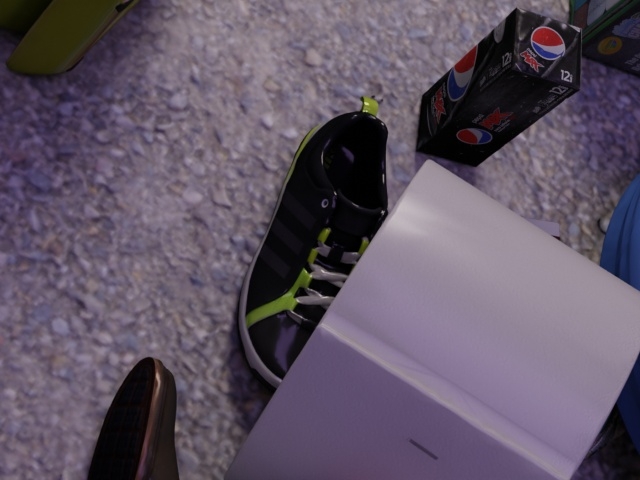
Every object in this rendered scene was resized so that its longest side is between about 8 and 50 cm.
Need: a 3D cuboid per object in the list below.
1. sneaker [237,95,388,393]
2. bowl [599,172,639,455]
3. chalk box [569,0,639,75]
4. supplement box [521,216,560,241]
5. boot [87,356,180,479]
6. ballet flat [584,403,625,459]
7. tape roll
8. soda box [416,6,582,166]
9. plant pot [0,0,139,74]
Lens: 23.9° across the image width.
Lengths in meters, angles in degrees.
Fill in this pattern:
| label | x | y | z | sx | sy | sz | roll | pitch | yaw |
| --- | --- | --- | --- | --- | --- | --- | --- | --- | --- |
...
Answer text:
| label | x | y | z | sx | sy | sz | roll | pitch | yaw |
| --- | --- | --- | --- | --- | --- | --- | --- | --- | --- |
| sneaker | 0.000 | 0.000 | 1.112 | 0.084 | 0.097 | 0.235 | 17 | 67 | -16 |
| bowl | 0.382 | 0.082 | 1.220 | 0.391 | 0.077 | 0.391 | 12 | 66 | -30 |
| chalk box | 0.297 | -0.225 | 1.290 | 0.213 | 0.132 | 0.132 | 18 | 67 | -17 |
| supplement box | 0.112 | 0.099 | 1.139 | 0.130 | 0.073 | 0.239 | 9 | 69 | -17 |
| boot | -0.101 | 0.195 | 1.028 | 0.106 | 0.082 | 0.219 | 16 | 74 | -30 |
| ballet flat | 0.230 | 0.133 | 1.197 | 0.041 | 0.041 | 0.114 | 32 | 65 | -10 |
| tape roll | 0.073 | 0.094 | 0.956 | 0.169 | 0.246 | 0.246 | 33 | 63 | 2 |
| soda box | 0.135 | -0.114 | 1.165 | 0.060 | 0.169 | 0.053 | 15 | 67 | -17 |
| plant pot | -0.182 | -0.261 | 1.059 | 0.207 | 0.227 | 0.228 | 46 | 62 | -10 |
